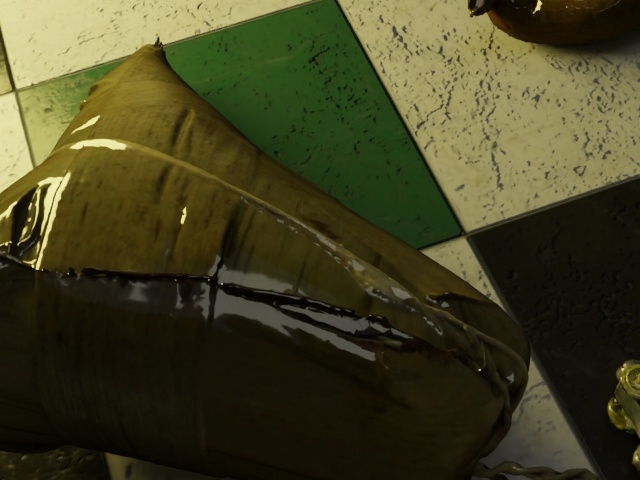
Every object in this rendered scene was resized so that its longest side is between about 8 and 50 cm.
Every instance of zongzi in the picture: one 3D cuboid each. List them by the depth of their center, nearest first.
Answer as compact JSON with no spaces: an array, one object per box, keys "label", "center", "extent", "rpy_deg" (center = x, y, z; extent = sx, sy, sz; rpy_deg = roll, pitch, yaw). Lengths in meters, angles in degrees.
[{"label":"zongzi","center":[0.000,-0.016,0.866],"extent":[0.499,0.218,0.467],"rpy_deg":[10,48,9]}]

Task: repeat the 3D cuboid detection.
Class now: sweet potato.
[{"label":"sweet potato","center":[0.289,-0.259,1.080],"extent":[0.310,0.098,0.124],"rpy_deg":[-25,47,-16]}]

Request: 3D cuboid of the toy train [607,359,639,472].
[{"label":"toy train","center":[0.280,0.170,0.782],"extent":[0.081,0.060,0.202],"rpy_deg":[-12,52,-11]}]
